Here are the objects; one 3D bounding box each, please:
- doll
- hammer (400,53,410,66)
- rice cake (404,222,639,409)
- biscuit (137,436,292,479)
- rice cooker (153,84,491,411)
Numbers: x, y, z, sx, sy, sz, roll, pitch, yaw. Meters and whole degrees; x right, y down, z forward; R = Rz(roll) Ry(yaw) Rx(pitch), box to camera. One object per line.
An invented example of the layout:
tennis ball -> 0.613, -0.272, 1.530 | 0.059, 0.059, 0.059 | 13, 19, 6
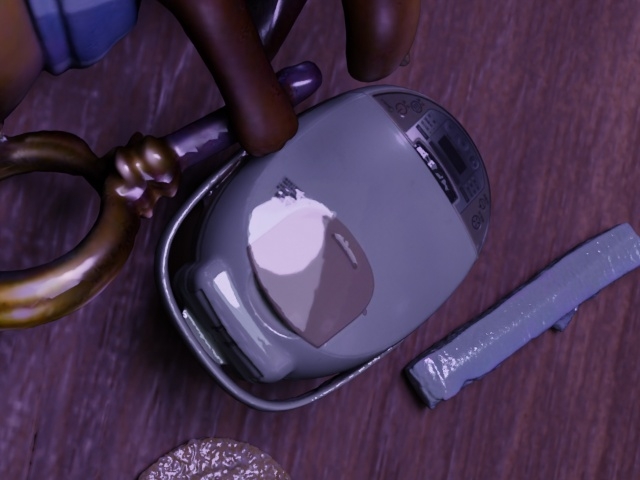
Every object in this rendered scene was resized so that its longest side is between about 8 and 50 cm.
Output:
doll -> -0.119, -0.142, 1.038 | 0.340, 0.209, 0.318 | -20, 68, -23
hammer -> 0.039, -0.157, 1.124 | 0.062, 0.182, 0.017 | 29, 122, -20
rice cake -> 0.131, 0.048, 1.211 | 0.180, 0.030, 0.042 | -33, 95, -21
biscuit -> -0.062, 0.173, 1.131 | 0.120, 0.015, 0.120 | 1, 86, -22
rice cooker -> 0.000, 0.000, 1.109 | 0.206, 0.127, 0.145 | -38, 101, -17
